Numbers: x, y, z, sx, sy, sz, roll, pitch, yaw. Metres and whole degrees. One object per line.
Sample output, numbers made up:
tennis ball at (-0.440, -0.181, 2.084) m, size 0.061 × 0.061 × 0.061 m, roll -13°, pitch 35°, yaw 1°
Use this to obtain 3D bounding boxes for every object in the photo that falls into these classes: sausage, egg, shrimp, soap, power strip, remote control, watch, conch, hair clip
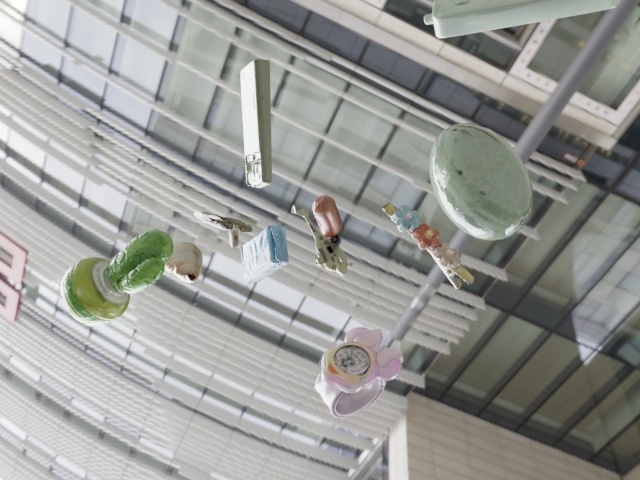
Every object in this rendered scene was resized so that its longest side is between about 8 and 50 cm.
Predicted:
sausage at (0.022, -0.073, 1.831) m, size 0.077 × 0.194 × 0.077 m, roll -7°, pitch -121°, yaw 11°
egg at (0.299, -0.111, 1.121) m, size 0.169 × 0.169 × 0.236 m, roll -14°, pitch -104°, yaw -47°
shrimp at (-0.380, -0.072, 2.302) m, size 0.251 × 0.052 × 0.143 m, roll 8°, pitch 168°, yaw 18°
soap at (-0.209, 0.052, 2.184) m, size 0.077 × 0.293 × 0.156 m, roll 6°, pitch -112°, yaw -33°
power strip at (0.405, -0.495, 1.234) m, size 0.386 × 0.062 × 0.091 m, roll -3°, pitch -125°, yaw 21°
remote control at (-0.144, -0.262, 1.364) m, size 0.038 × 0.285 × 0.123 m, roll -4°, pitch -178°, yaw -25°
watch at (0.106, 0.410, 1.813) m, size 0.249 × 0.217 × 0.211 m, roll -20°, pitch -134°, yaw -23°
conch at (-0.456, 0.070, 2.019) m, size 0.158 × 0.127 × 0.255 m, roll 38°, pitch 169°, yaw -30°
hair clip at (0.201, 0.003, 1.094) m, size 0.214 × 0.056 × 0.062 m, roll 48°, pitch -132°, yaw 3°

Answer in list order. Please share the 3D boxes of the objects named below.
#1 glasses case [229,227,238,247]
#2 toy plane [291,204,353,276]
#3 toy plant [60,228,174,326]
glasses case at (-0.312, -0.009, 2.151) m, size 0.021 × 0.083 × 0.032 m, roll 30°, pitch -135°, yaw 30°
toy plane at (0.000, 0.000, 1.943) m, size 0.108 × 0.092 × 0.286 m, roll -27°, pitch -105°, yaw -12°
toy plant at (-0.508, 0.082, 1.560) m, size 0.184 × 0.316 × 0.224 m, roll 51°, pitch -159°, yaw -28°
